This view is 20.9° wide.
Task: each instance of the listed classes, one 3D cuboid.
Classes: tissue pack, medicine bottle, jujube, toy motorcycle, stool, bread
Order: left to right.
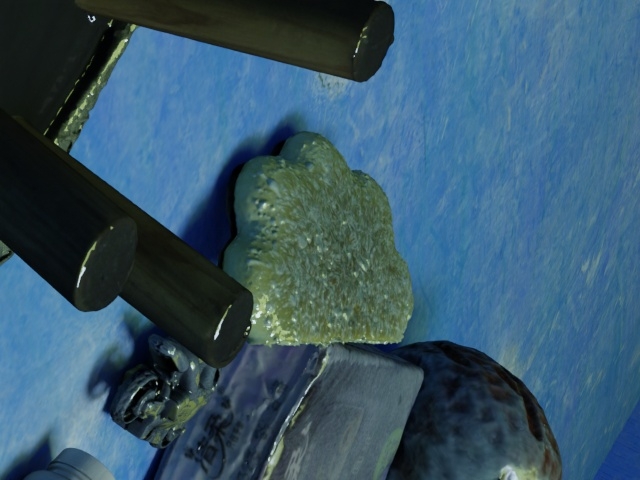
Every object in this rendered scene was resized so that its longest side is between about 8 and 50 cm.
[{"bbox_3d":[-0.229,0.238,1.410,0.140,0.079,0.079,-49,154,-36],"label":"medicine bottle"},{"bbox_3d":[-0.131,-0.103,1.055,0.310,0.226,0.310,-65,160,-6],"label":"stool"},{"bbox_3d":[-0.130,0.123,1.545,0.124,0.061,0.193,-55,164,-8],"label":"toy motorcycle"},{"bbox_3d":[-0.033,0.229,1.813,0.288,0.124,0.394,-68,160,-2],"label":"tissue pack"},{"bbox_3d":[0.000,0.000,1.597,0.286,0.056,0.207,-2,82,-57],"label":"bread"},{"bbox_3d":[0.153,0.252,2.082,0.215,0.308,0.246,33,109,-32],"label":"jujube"}]
